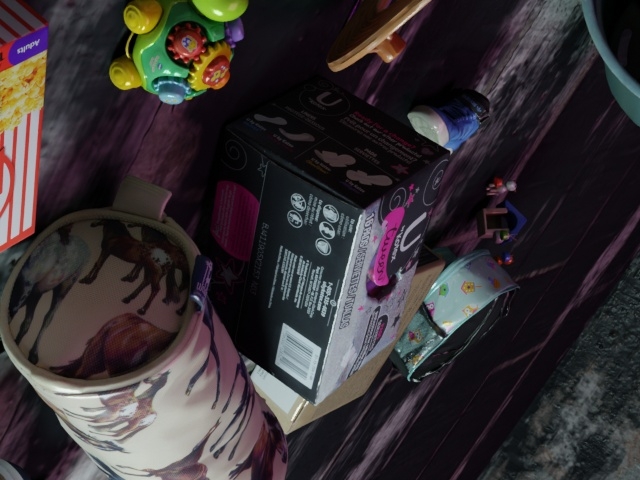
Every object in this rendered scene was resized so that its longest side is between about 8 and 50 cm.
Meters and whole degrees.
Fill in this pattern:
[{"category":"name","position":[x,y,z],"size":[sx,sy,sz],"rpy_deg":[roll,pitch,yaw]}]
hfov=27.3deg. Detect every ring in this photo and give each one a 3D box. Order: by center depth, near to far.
[{"category":"ring","position":[0.131,-0.251,1.043],"size":[0.336,0.032,0.336],"rpy_deg":[-43,-169,11]}]

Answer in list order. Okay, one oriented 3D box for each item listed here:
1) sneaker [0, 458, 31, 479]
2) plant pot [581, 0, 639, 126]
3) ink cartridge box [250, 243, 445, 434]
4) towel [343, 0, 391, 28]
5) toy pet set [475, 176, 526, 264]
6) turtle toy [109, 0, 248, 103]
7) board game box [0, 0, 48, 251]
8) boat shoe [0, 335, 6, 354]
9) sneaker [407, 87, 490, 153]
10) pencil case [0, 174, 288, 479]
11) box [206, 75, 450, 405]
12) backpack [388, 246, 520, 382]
[{"category":"sneaker","position":[-0.276,0.263,1.235],"size":[0.153,0.099,0.282],"rpy_deg":[-26,156,-39]},{"category":"plant pot","position":[0.496,-0.276,1.664],"size":[0.341,0.341,0.334],"rpy_deg":[-51,168,0]},{"category":"ink cartridge box","position":[0.030,0.108,1.640],"size":[0.193,0.088,0.235],"rpy_deg":[-15,140,-56]},{"category":"towel","position":[0.046,-0.211,1.227],"size":[0.060,0.009,0.083],"rpy_deg":[-22,146,-52]},{"category":"toy pet set","position":[0.271,-0.022,1.888],"size":[0.065,0.122,0.114],"rpy_deg":[-2,170,-12]},{"category":"turtle toy","position":[-0.092,-0.150,0.952],"size":[0.095,0.066,0.130],"rpy_deg":[-29,151,-46]},{"category":"board game box","position":[-0.246,-0.048,0.832],"size":[0.147,0.045,0.193],"rpy_deg":[-35,155,-36]},{"category":"boat shoe","position":[-0.294,0.094,0.985],"size":[0.142,0.040,0.049],"rpy_deg":[-34,154,-39]},{"category":"sneaker","position":[0.150,-0.144,1.494],"size":[0.084,0.058,0.152],"rpy_deg":[-45,164,0]},{"category":"pencil case","position":[-0.134,0.126,1.156],"size":[0.183,0.160,0.410],"rpy_deg":[-55,157,-20]},{"category":"box","position":[0.000,0.000,1.241],"size":[0.142,0.163,0.247],"rpy_deg":[-36,149,-41]},{"category":"backpack","position":[0.175,0.088,1.823],"size":[0.188,0.144,0.166],"rpy_deg":[-38,166,24]}]
